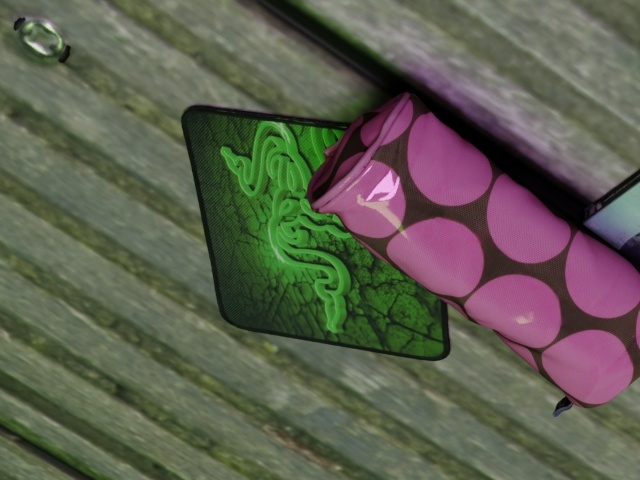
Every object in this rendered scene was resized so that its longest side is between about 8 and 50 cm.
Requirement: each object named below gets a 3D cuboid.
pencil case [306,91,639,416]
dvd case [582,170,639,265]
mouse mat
[{"bbox_3d":[0.089,0.006,0.920,0.209,0.098,0.095,38,99,-18],"label":"pencil case"},{"bbox_3d":[0.208,-0.016,0.903,0.087,0.013,0.119,35,136,-14],"label":"dvd case"},{"bbox_3d":[0.000,0.000,1.018,0.152,0.007,0.190,8,136,16],"label":"mouse mat"}]
